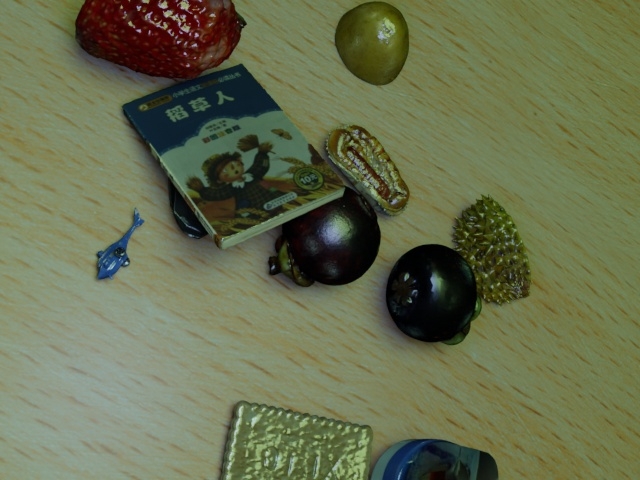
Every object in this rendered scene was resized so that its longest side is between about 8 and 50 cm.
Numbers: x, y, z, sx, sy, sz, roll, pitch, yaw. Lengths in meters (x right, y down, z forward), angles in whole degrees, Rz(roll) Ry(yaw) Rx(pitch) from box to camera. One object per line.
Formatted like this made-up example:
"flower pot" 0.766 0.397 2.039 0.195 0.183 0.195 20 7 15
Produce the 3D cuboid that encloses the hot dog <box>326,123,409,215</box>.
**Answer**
"hot dog" 0.114 -0.165 2.008 0.131 0.069 0.253 -42 96 -27

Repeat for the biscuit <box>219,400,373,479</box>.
"biscuit" -0.046 0.465 1.786 0.324 0.044 0.217 14 72 -20

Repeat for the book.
"book" -0.186 -0.191 1.796 0.300 0.039 0.428 -26 60 -24

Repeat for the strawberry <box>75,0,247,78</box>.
"strawberry" -0.316 -0.460 1.788 0.292 0.292 0.310 41 68 -9

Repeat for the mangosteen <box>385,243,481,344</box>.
"mangosteen" 0.258 0.122 1.922 0.243 0.243 0.243 6 74 -22

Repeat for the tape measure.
"tape measure" 0.228 0.555 1.825 0.262 0.138 0.259 22 67 -18

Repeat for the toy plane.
"toy plane" -0.410 0.010 1.753 0.062 0.054 0.167 25 66 12

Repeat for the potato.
"potato" 0.144 -0.492 2.065 0.178 0.158 0.203 -3 81 -23

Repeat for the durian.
"durian" 0.420 0.021 2.048 0.153 0.186 0.260 -27 75 -33

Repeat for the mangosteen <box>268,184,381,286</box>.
"mangosteen" 0.000 0.000 1.851 0.265 0.228 0.228 -34 91 7

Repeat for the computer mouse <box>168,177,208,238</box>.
"computer mouse" -0.270 -0.091 1.830 0.105 0.062 0.192 -1 71 -22
